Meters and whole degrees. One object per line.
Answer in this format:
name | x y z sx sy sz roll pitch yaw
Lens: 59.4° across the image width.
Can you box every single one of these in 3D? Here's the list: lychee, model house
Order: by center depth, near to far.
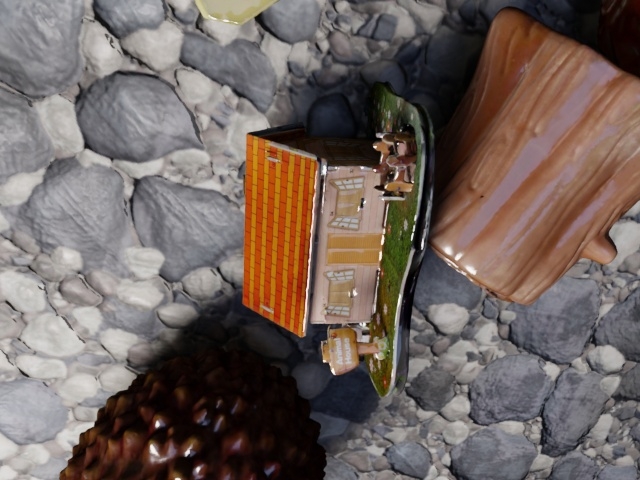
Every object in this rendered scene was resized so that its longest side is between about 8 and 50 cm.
model house | 0.000 -0.001 0.559 0.154 0.207 0.293 0 114 -8
lychee | -0.135 0.283 0.624 0.306 0.306 0.330 32 77 -22

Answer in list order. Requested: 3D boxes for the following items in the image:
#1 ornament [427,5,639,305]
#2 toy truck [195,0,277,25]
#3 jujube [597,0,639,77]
ornament | 0.202 -0.073 0.564 0.235 0.221 0.217 33 108 -10
toy truck | 0.015 -0.351 0.411 0.406 0.180 0.253 -28 115 3
jujube | 0.394 -0.201 0.548 0.232 0.213 0.213 33 105 -19
